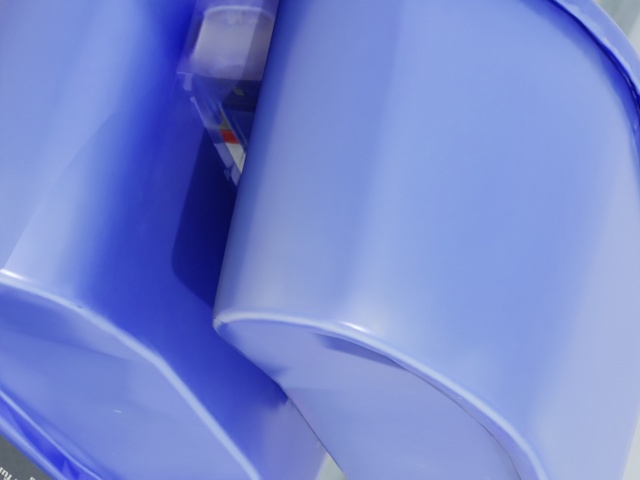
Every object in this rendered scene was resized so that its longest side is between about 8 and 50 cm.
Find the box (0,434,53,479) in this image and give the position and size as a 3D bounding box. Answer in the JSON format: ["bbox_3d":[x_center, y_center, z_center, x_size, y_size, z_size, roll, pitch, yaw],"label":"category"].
[{"bbox_3d":[-0.334,0.335,1.297,0.212,0.293,0.395,-46,-174,36],"label":"box"}]

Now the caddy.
[{"bbox_3d":[0.000,0.000,0.625,0.341,0.241,0.179,61,42,-58],"label":"caddy"}]
